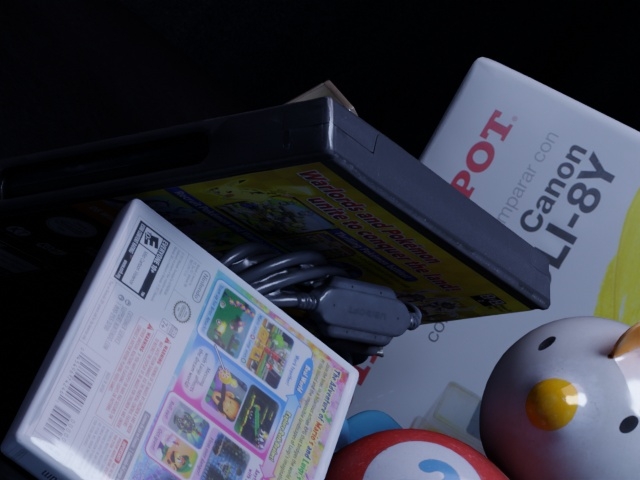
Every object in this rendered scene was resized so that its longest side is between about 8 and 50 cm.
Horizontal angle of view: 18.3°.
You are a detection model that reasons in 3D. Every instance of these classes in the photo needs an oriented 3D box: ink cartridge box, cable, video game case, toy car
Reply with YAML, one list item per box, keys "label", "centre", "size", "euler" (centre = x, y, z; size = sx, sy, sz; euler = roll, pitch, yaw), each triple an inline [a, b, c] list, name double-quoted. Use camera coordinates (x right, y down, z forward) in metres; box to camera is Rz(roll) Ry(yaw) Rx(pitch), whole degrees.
- label: "ink cartridge box"
  centre: [0.202, 0.101, 1.208]
  size: [0.385, 0.279, 0.160]
  euler: [30, 0, 27]
- label: "cable"
  centre: [-0.048, 0.044, 1.038]
  size: [0.184, 0.150, 0.047]
  euler: [10, 68, -45]
- label: "video game case"
  centre: [-0.057, 0.076, 0.896]
  size: [0.143, 0.019, 0.157]
  euler: [39, 42, -17]
- label: "video game case"
  centre: [-0.042, 0.002, 1.055]
  size: [0.275, 0.248, 0.035]
  euler: [32, 54, -57]
- label: "toy car"
  centre: [0.111, 0.113, 1.033]
  size: [0.219, 0.238, 0.210]
  euler: [43, 7, 28]

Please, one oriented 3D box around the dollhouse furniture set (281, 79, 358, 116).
- label: "dollhouse furniture set"
  centre: [0.000, 0.000, 1.875]
  size: [0.242, 0.161, 0.212]
  euler: [62, -3, -23]
